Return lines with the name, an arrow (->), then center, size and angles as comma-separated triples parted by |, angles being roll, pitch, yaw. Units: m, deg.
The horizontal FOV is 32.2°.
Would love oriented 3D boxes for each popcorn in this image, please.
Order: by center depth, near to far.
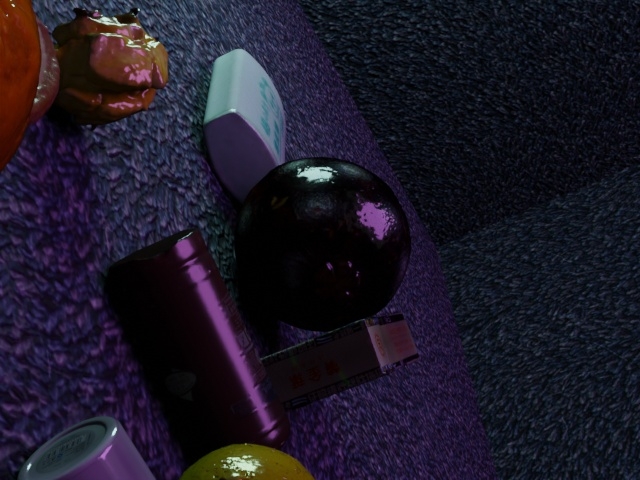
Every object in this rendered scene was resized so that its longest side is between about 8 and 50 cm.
popcorn -> -0.253, -0.203, 1.303 | 0.167, 0.148, 0.152 | -118, -155, -66

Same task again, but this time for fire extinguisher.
fire extinguisher -> -0.119, 0.159, 1.264 | 0.337, 0.114, 0.135 | 65, -8, -7

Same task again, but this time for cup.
cup -> -0.194, 0.230, 0.945 | 0.099, 0.136, 0.133 | -45, 115, -40

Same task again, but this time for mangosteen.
mangosteen -> 0.000, 0.000, 1.706 | 0.288, 0.288, 0.288 | 61, 14, -26

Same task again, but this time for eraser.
eraser -> -0.126, -0.192, 1.900 | 0.189, 0.104, 0.290 | 56, 15, -27

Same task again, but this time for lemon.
lemon -> -0.077, 0.292, 1.096 | 0.174, 0.173, 0.206 | 65, 16, -8

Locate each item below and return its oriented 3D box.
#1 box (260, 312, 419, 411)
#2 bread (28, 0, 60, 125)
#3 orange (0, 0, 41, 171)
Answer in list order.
box -> 0.020, 0.181, 1.624 | 0.310, 0.198, 0.084 | 8, 61, -76
bread -> -0.329, -0.171, 0.981 | 0.244, 0.123, 0.190 | -95, 160, -50
orange -> -0.318, -0.142, 0.733 | 0.284, 0.226, 0.284 | -19, 90, -81
